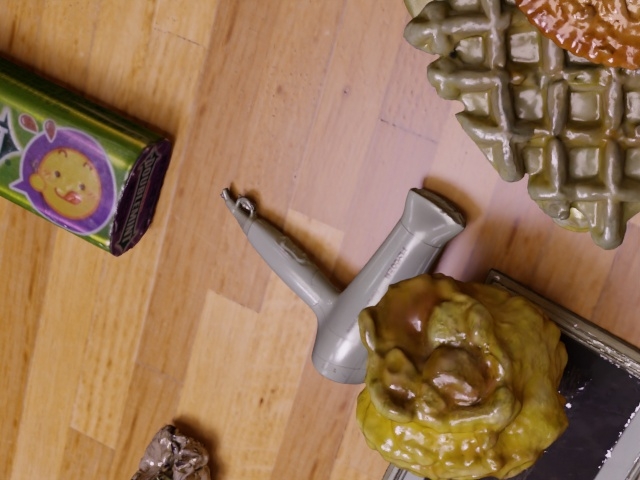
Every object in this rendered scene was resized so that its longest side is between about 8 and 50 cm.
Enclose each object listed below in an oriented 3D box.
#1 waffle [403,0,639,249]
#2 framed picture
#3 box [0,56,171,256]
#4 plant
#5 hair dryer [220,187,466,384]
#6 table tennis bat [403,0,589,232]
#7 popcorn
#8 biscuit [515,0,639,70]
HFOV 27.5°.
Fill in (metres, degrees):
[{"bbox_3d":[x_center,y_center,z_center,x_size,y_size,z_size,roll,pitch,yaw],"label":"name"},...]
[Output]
[{"bbox_3d":[0.239,-0.163,1.051,0.292,0.056,0.309,-44,92,15],"label":"waffle"},{"bbox_3d":[0.204,0.199,1.271,0.231,0.018,0.293,29,119,12],"label":"framed picture"},{"bbox_3d":[-0.329,-0.116,1.349,0.346,0.097,0.134,27,119,13],"label":"box"},{"bbox_3d":[-0.179,0.269,1.420,0.104,0.122,0.116,21,125,29],"label":"plant"},{"bbox_3d":[0.000,0.000,1.274,0.237,0.075,0.206,35,113,18],"label":"hair dryer"},{"bbox_3d":[0.191,-0.185,1.112,0.224,0.054,0.368,-13,101,22],"label":"table tennis bat"},{"bbox_3d":[0.126,0.120,1.160,0.198,0.197,0.155,20,145,17],"label":"popcorn"},{"bbox_3d":[0.249,-0.252,0.985,0.254,0.035,0.253,1,97,6],"label":"biscuit"}]
